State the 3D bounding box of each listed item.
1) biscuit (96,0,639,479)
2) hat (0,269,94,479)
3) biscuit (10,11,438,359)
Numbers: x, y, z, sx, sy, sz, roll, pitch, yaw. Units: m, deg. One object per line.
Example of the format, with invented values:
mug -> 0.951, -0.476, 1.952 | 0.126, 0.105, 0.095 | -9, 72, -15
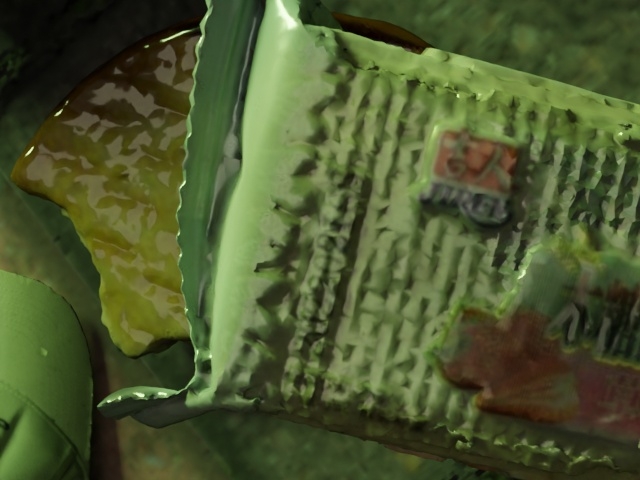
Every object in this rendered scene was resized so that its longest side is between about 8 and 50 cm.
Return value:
biscuit -> 0.096, 0.014, 0.609 | 0.309, 0.079, 0.186 | 15, 96, 0
hat -> -0.136, 0.094, 0.713 | 0.122, 0.081, 0.166 | 4, 84, 13
biscuit -> 0.000, 0.000, 0.687 | 0.228, 0.031, 0.176 | 46, 104, 7
